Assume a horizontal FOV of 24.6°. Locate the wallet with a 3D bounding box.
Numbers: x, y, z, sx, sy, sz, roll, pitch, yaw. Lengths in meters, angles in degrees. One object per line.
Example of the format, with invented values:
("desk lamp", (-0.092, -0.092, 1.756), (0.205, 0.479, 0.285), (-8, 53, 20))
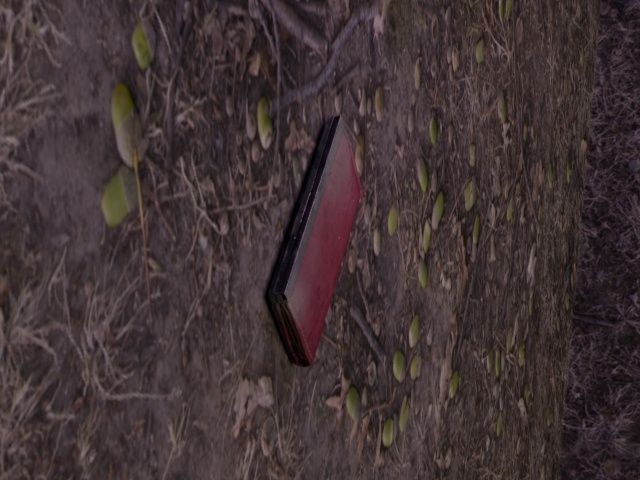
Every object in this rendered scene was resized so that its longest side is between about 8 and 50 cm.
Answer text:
("wallet", (0.000, 0.000, 1.442), (0.119, 0.025, 0.232), (71, 28, -46))
